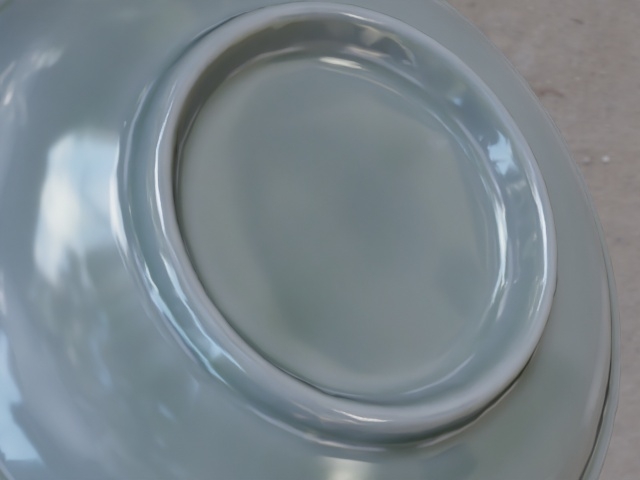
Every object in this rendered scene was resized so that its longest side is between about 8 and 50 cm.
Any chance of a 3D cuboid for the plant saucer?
[{"bbox_3d":[0.000,0.000,0.731,0.100,0.400,0.401,-39,68,57],"label":"plant saucer"}]
